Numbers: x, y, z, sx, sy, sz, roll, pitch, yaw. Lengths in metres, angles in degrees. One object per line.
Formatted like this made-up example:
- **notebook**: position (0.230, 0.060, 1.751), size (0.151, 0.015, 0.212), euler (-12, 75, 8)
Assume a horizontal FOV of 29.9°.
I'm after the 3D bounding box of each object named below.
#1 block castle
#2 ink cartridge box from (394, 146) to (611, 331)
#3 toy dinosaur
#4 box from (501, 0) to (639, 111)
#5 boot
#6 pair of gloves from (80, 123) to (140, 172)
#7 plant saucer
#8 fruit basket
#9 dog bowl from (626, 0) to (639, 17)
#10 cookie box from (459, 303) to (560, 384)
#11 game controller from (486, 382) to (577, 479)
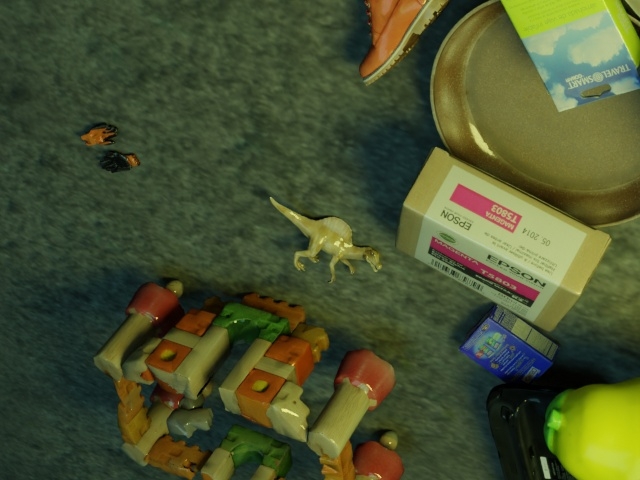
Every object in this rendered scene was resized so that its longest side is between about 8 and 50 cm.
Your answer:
- **block castle**: position (-0.102, 0.244, 1.843), size (0.453, 0.213, 0.303), euler (16, 137, 24)
- **ink cartridge box**: position (0.213, 0.003, 1.459), size (0.235, 0.088, 0.193), euler (29, 166, 10)
- **toy dinosaur**: position (0.000, 0.000, 1.689), size (0.183, 0.053, 0.092), euler (29, 122, -2)
- **box**: position (0.259, -0.229, 1.246), size (0.109, 0.042, 0.178), euler (-14, 118, 40)
- **boot**: position (0.078, -0.254, 1.405), size (0.085, 0.059, 0.158), euler (40, 129, 1)
- **pair of gloves**: position (-0.314, -0.137, 1.790), size (0.074, 0.010, 0.083), euler (-12, 122, 37)
- **plant saucer**: position (0.277, -0.153, 1.365), size (0.311, 0.050, 0.310), euler (18, 135, 19)
- **fruit basket**: position (0.453, 0.279, 1.392), size (0.392, 0.392, 0.282), euler (4, 128, 30)
- **dog bowl**: position (0.430, -0.320, 1.083), size (0.349, 0.102, 0.348), euler (18, 135, 19)
- **cookie box**: position (0.259, 0.148, 1.642), size (0.107, 0.040, 0.092), euler (36, 139, 2)
- **game controller**: position (0.337, 0.312, 1.703), size (0.167, 0.067, 0.319), euler (-4, 135, 17)
